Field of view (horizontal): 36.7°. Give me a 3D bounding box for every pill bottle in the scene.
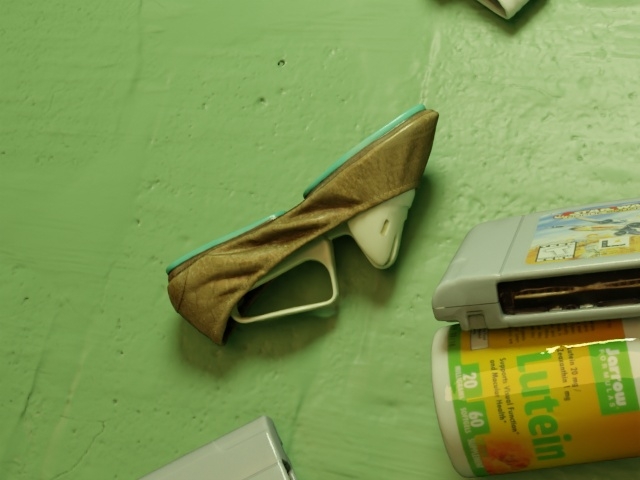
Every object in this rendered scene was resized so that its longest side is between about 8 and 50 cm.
[{"bbox_3d":[0.229,0.121,0.830,0.245,0.136,0.136,-12,65,16],"label":"pill bottle"}]

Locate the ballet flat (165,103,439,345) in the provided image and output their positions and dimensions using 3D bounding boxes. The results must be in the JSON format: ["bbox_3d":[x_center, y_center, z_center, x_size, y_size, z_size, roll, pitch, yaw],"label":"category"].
[{"bbox_3d":[0.000,0.000,0.996,0.342,0.116,0.124,-33,81,6],"label":"ballet flat"}]

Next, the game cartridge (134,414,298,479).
[{"bbox_3d":[-0.084,0.330,0.894,0.196,0.060,0.294,-30,57,5],"label":"game cartridge"}]

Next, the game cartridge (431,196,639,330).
[{"bbox_3d":[0.258,0.012,0.838,0.297,0.198,0.062,-7,108,20],"label":"game cartridge"}]

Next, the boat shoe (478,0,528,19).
[{"bbox_3d":[0.145,-0.326,1.078,0.226,0.083,0.076,37,84,29],"label":"boat shoe"}]
